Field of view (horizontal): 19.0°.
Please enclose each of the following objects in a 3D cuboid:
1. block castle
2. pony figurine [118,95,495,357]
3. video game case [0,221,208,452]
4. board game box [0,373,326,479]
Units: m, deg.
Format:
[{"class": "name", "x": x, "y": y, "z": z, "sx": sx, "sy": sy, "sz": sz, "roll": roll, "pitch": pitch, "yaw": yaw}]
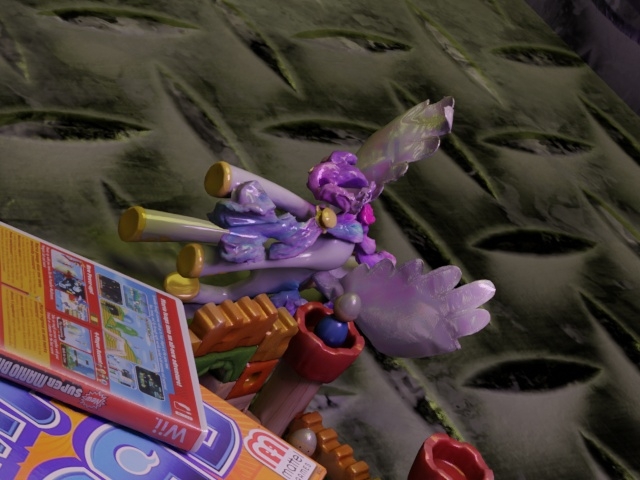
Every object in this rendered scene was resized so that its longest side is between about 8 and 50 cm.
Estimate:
[{"class": "block castle", "x": -0.059, "y": 0.215, "z": 1.917, "sx": 0.303, "sy": 0.213, "sz": 0.453, "roll": 46, "pitch": 31, "yaw": 24}, {"class": "pony figurine", "x": 0.000, "y": 0.000, "z": 2.225, "sx": 0.363, "sy": 0.351, "sz": 0.303, "roll": 10, "pitch": 68, "yaw": -36}, {"class": "video game case", "x": -0.223, "y": 0.049, "z": 1.441, "sx": 0.285, "sy": 0.025, "sz": 0.204, "roll": 24, "pitch": 21, "yaw": -21}, {"class": "board game box", "x": -0.267, "y": 0.270, "z": 1.422, "sx": 0.356, "sy": 0.356, "sz": 0.356, "roll": 34, "pitch": 20, "yaw": 3}]
